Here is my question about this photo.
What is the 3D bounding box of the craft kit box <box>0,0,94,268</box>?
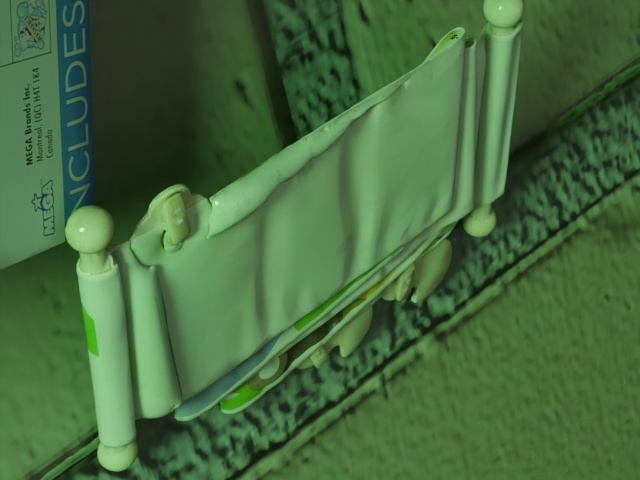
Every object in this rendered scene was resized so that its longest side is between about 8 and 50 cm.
[{"bbox_3d":[-0.155,-0.087,0.412,0.246,0.061,0.250,-31,127,-56],"label":"craft kit box"}]

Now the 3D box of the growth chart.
[{"bbox_3d":[0.000,0.000,0.629,0.237,0.021,0.172,-33,149,-32],"label":"growth chart"}]
